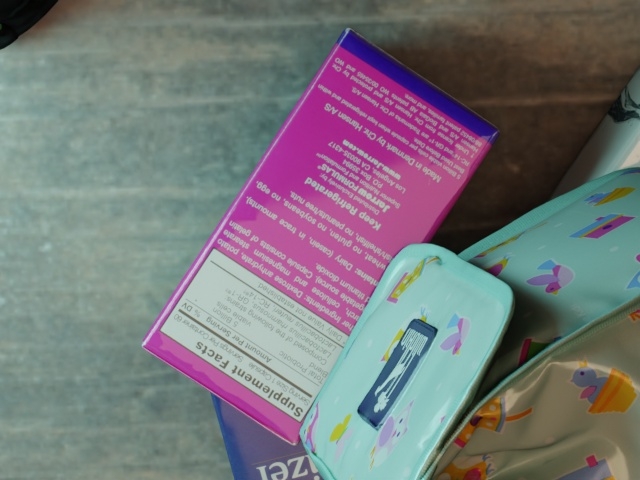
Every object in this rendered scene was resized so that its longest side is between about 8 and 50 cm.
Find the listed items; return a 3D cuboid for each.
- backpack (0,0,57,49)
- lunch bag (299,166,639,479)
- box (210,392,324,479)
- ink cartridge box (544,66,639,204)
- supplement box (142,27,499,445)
[{"bbox_3d":[-0.200,-0.258,1.000,0.273,0.355,0.290,35,98,-6],"label":"backpack"},{"bbox_3d":[0.122,0.075,1.013,0.262,0.223,0.160,-24,103,-9],"label":"lunch bag"},{"bbox_3d":[0.015,0.154,1.243,0.136,0.036,0.225,-15,102,1],"label":"box"},{"bbox_3d":[0.249,-0.022,1.183,0.172,0.100,0.237,33,98,-8],"label":"ink cartridge box"},{"bbox_3d":[0.000,0.000,1.153,0.114,0.111,0.220,34,90,1],"label":"supplement box"}]
